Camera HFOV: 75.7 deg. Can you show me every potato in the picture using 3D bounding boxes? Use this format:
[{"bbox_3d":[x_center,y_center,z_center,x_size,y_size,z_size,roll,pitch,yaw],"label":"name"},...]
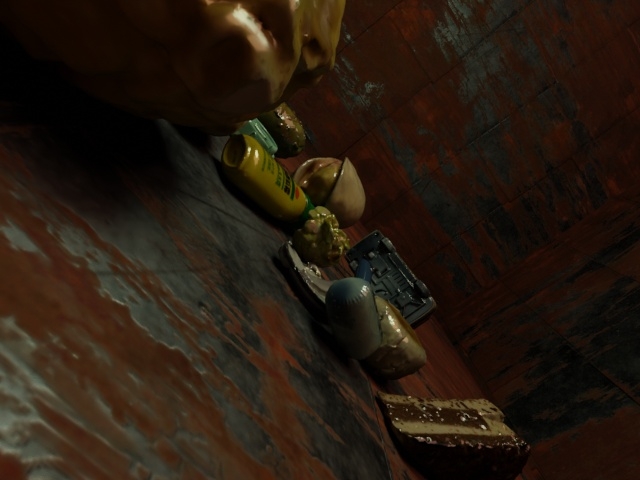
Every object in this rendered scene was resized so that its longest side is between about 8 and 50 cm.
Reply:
[{"bbox_3d":[-0.158,-0.372,1.224,0.298,0.141,0.176,52,0,-8],"label":"potato"}]

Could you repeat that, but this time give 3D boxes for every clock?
[{"bbox_3d":[-0.165,-0.256,1.001,0.148,0.060,0.188,53,8,2],"label":"clock"}]

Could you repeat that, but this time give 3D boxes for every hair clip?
[{"bbox_3d":[-0.002,0.067,0.646,0.116,0.049,0.172,53,11,30],"label":"hair clip"}]

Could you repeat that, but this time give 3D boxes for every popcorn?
[{"bbox_3d":[-0.001,0.001,0.745,0.089,0.109,0.097,35,42,28],"label":"popcorn"},{"bbox_3d":[-0.152,-0.277,0.390,0.391,0.354,0.343,16,61,-15],"label":"popcorn"}]

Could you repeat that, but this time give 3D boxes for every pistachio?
[{"bbox_3d":[0.017,-0.114,0.979,0.187,0.188,0.299,54,6,7],"label":"pistachio"}]

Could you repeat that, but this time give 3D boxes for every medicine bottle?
[{"bbox_3d":[-0.066,-0.073,0.766,0.309,0.076,0.111,44,27,-50],"label":"medicine bottle"}]

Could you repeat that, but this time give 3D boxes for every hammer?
[{"bbox_3d":[0.060,0.081,0.631,0.194,0.070,0.116,-65,143,-61],"label":"hammer"}]

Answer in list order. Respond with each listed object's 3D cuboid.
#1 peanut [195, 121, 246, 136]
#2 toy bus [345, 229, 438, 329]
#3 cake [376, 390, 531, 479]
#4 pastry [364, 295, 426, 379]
[{"bbox_3d":[-0.199,-0.285,0.730,0.147,0.148,0.318,42,11,-48],"label":"peanut"},{"bbox_3d":[0.203,0.123,1.176,0.289,0.139,0.157,55,4,33],"label":"toy bus"},{"bbox_3d":[0.178,0.317,0.615,0.246,0.135,0.112,14,15,-27],"label":"cake"},{"bbox_3d":[0.107,0.162,0.703,0.165,0.088,0.166,52,7,-9],"label":"pastry"}]
